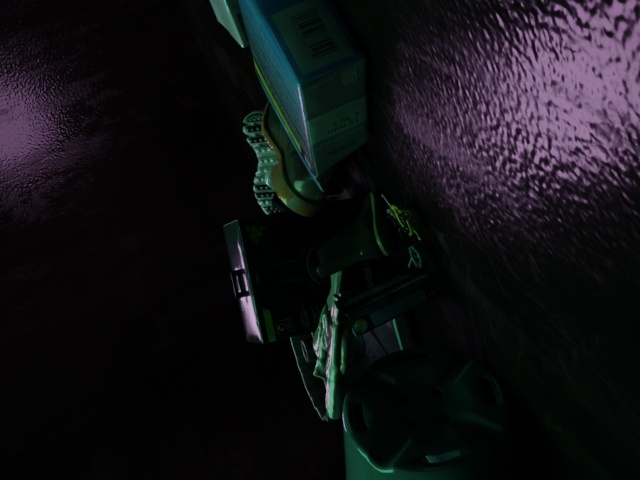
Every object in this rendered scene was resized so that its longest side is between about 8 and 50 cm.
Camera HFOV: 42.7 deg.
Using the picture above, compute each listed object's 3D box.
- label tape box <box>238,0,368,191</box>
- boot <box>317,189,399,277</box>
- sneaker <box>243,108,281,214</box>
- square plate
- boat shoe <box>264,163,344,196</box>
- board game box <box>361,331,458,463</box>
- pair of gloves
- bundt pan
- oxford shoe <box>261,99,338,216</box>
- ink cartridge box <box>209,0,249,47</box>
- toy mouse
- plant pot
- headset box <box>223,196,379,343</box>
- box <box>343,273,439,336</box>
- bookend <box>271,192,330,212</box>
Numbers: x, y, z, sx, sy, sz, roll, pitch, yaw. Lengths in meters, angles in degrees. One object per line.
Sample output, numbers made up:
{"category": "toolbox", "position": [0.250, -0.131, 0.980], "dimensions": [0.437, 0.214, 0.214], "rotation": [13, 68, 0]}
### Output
{"category": "label tape box", "position": [-0.023, -0.265, 1.308], "dimensions": [0.249, 0.115, 0.348], "rotation": [62, 175, 22]}
{"category": "boot", "position": [0.053, -0.015, 1.409], "dimensions": [0.198, 0.137, 0.077], "rotation": [-89, -27, -70]}
{"category": "sneaker", "position": [-0.113, -0.199, 2.090], "dimensions": [0.118, 0.110, 0.292], "rotation": [-47, -45, -58]}
{"category": "square plate", "position": [0.129, 0.128, 1.850], "dimensions": [0.347, 0.049, 0.344], "rotation": [56, 170, 50]}
{"category": "boat shoe", "position": [-0.029, -0.119, 1.706], "dimensions": [0.063, 0.184, 0.066], "rotation": [43, 115, 44]}
{"category": "board game box", "position": [0.194, 0.377, 1.970], "dimensions": [0.319, 0.066, 0.318], "rotation": [56, 179, -31]}
{"category": "pair of gloves", "position": [0.016, 0.157, 1.361], "dimensions": [0.240, 0.042, 0.204], "rotation": [-101, 18, -73]}
{"category": "bundt pan", "position": [0.020, 0.235, 1.863], "dimensions": [0.331, 0.124, 0.331], "rotation": [165, 90, -79]}
{"category": "oxford shoe", "position": [-0.026, -0.206, 1.633], "dimensions": [0.130, 0.133, 0.364], "rotation": [22, -146, -31]}
{"category": "ink cartridge box", "position": [-0.231, -0.600, 1.861], "dimensions": [0.239, 0.060, 0.275], "rotation": [56, 170, 55]}
{"category": "toy mouse", "position": [0.144, -0.008, 1.303], "dimensions": [0.161, 0.031, 0.143], "rotation": [58, 170, 45]}
{"category": "plant pot", "position": [0.178, 0.375, 1.329], "dimensions": [0.341, 0.341, 0.334], "rotation": [-124, 18, -50]}
{"category": "headset box", "position": [-0.044, 0.059, 1.640], "dimensions": [0.131, 0.283, 0.246], "rotation": [168, 91, -71]}
{"category": "box", "position": [0.108, 0.113, 1.480], "dimensions": [0.044, 0.159, 0.233], "rotation": [64, 174, -1]}
{"category": "bookend", "position": [-0.066, -0.054, 1.978], "dimensions": [0.156, 0.157, 0.072], "rotation": [33, 170, 2]}
